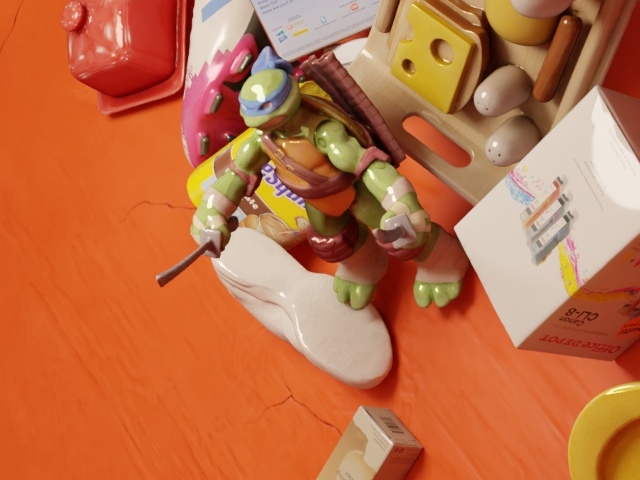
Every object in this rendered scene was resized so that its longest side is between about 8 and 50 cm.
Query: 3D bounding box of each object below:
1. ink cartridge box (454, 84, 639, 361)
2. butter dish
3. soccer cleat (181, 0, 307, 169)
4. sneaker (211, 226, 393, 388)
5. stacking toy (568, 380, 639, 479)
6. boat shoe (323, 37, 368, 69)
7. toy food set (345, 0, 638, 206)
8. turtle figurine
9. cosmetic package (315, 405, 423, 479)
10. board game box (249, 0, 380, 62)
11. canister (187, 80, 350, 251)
[{"bbox_3d":[0.221,-0.008,1.366,0.176,0.128,0.127,-46,51,32],"label":"ink cartridge box"},{"bbox_3d":[-0.229,-0.233,1.912,0.160,0.118,0.160,-11,73,45],"label":"butter dish"},{"bbox_3d":[-0.073,-0.228,1.732,0.143,0.116,0.331,46,125,47],"label":"soccer cleat"},{"bbox_3d":[-0.013,0.074,1.652,0.212,0.080,0.094,40,156,24],"label":"sneaker"},{"bbox_3d":[0.267,0.267,1.312,0.279,0.130,0.309,44,120,14],"label":"stacking toy"},{"bbox_3d":[0.093,-0.155,1.584,0.228,0.080,0.076,-4,99,42],"label":"boat shoe"},{"bbox_3d":[0.121,-0.175,1.414,0.220,0.092,0.306,38,139,20],"label":"toy food set"},{"bbox_3d":[0.000,0.000,1.470,0.198,0.266,0.274,-31,47,16],"label":"turtle figurine"},{"bbox_3d":[0.037,0.212,1.582,0.060,0.041,0.115,46,115,42],"label":"cosmetic package"},{"bbox_3d":[0.054,-0.273,1.566,0.281,0.027,0.145,-20,107,25],"label":"board game box"},{"bbox_3d":[-0.033,-0.059,1.664,0.170,0.126,0.073,-33,14,41],"label":"canister"}]
